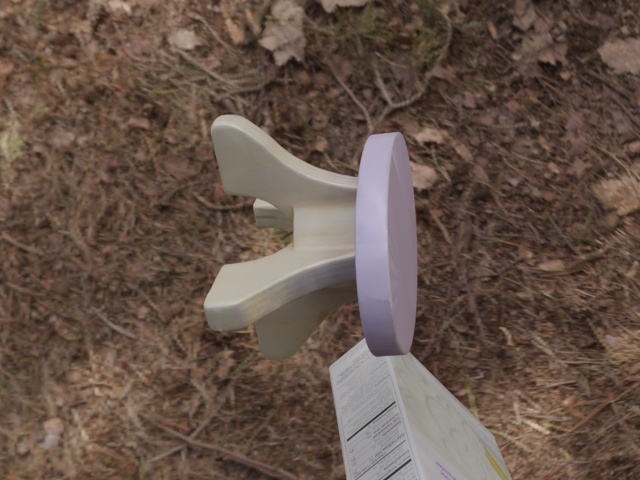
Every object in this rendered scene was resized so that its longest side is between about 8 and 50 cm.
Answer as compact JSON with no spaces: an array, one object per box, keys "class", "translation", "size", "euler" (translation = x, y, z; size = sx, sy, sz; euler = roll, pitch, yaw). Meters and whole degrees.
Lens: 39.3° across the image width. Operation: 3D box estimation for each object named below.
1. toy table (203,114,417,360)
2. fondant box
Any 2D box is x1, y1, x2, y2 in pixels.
[{"class":"toy table","translation":[0.000,0.000,0.830],"size":[0.161,0.274,0.252],"euler":[-4,106,12]},{"class":"fondant box","translation":[0.131,0.270,0.998],"size":[0.096,0.330,0.238],"euler":[-40,110,13]}]
